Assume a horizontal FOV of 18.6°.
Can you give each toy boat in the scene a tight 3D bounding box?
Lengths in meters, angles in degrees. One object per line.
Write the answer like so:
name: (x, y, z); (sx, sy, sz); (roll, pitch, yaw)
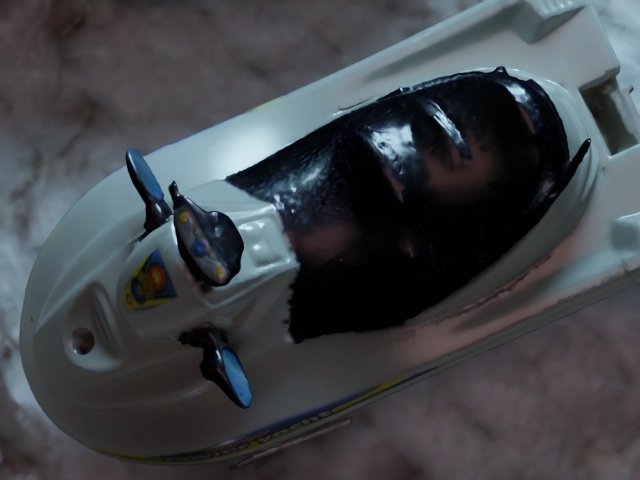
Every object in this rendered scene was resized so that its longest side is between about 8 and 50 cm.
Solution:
toy boat: (0.006, -0.001, 0.773); (0.269, 0.141, 0.141); (-22, 77, -6)
